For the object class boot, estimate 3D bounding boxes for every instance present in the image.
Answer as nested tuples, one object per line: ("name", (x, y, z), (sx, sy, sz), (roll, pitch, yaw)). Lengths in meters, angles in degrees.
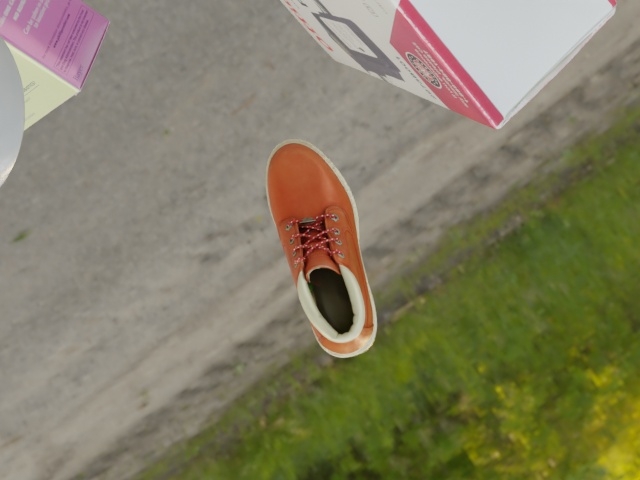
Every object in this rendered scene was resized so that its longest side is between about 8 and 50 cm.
("boot", (0.000, 0.000, 0.803), (0.059, 0.158, 0.084), (-20, 171, 4))

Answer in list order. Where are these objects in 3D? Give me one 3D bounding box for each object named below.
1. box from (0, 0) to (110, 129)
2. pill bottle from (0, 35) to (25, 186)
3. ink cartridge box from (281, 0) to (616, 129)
("box", (-0.424, -0.254, 1.454), (0.243, 0.117, 0.213), (33, 146, -28))
("pill bottle", (-0.321, -0.074, 0.641), (0.188, 0.188, 0.334), (-41, 167, 22))
("ink cartridge box", (0.032, -0.176, 0.689), (0.100, 0.237, 0.172), (-45, 116, -3))
